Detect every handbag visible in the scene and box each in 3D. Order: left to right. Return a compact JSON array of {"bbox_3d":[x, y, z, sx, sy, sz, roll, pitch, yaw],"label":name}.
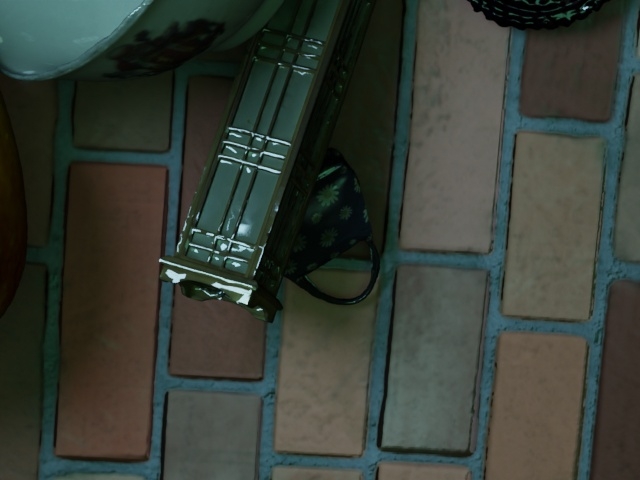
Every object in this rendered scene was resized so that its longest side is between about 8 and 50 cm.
[{"bbox_3d":[0.000,0.000,1.329,0.115,0.072,0.139,-31,113,2],"label":"handbag"}]

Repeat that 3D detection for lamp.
[{"bbox_3d":[-0.034,-0.101,1.241,0.089,0.090,0.325,16,80,16],"label":"lamp"}]

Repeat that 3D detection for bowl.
[{"bbox_3d":[-0.115,-0.250,1.192,0.158,0.337,0.337,27,96,-38],"label":"bowl"}]

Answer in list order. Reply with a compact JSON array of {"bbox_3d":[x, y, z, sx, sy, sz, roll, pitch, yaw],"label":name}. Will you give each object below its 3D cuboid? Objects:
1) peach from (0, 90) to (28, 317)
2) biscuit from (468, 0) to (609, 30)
[{"bbox_3d":[-0.387,-0.061,1.163,0.290,0.373,0.372,-25,100,-18],"label":"peach"},{"bbox_3d":[0.188,-0.279,1.302,0.195,0.053,0.194,-1,99,-5],"label":"biscuit"}]
